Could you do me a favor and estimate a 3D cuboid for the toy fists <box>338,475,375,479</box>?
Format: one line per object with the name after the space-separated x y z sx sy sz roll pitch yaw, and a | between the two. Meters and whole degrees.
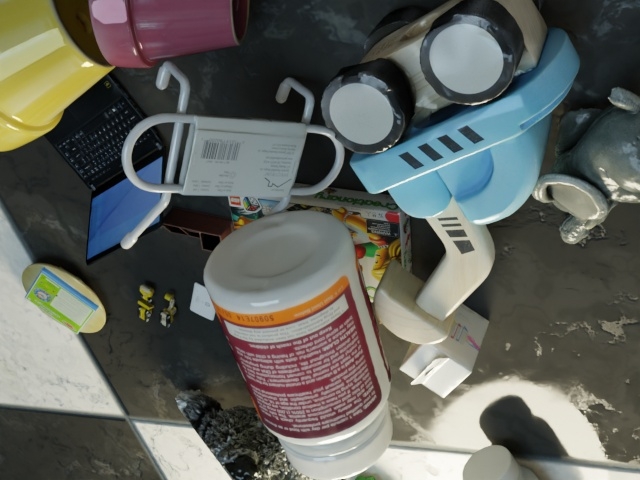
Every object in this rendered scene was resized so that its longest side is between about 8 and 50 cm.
0.053 0.563 1.744 0.279 0.096 0.142 10 139 19 | toy fists

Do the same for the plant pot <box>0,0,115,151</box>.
-0.449 -0.293 1.231 0.239 0.254 0.254 -19 116 21 | plant pot

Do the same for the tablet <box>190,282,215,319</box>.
-0.232 0.122 1.597 0.054 0.006 0.083 25 133 7 | tablet

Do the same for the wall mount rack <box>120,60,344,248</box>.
-0.149 -0.097 1.184 0.130 0.350 0.304 43 125 47 | wall mount rack

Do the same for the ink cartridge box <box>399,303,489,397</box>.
0.203 0.179 1.323 0.090 0.143 0.092 33 134 0 | ink cartridge box

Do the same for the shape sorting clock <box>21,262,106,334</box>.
-0.557 0.125 1.744 0.206 0.040 0.206 13 133 14 | shape sorting clock

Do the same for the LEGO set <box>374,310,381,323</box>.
0.030 0.159 1.454 0.132 0.107 0.287 12 136 -29 | LEGO set

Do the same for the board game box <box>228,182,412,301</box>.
0.000 0.000 1.346 0.305 0.053 0.193 9 128 21 | board game box

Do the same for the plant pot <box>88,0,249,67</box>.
-0.197 -0.336 1.101 0.180 0.201 0.201 3 129 5 | plant pot

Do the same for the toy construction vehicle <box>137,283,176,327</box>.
-0.335 0.133 1.646 0.085 0.035 0.098 26 131 22 | toy construction vehicle

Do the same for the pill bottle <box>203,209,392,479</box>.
-0.017 0.170 1.242 0.224 0.224 0.392 1 126 26 | pill bottle

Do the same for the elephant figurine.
0.353 -0.085 1.038 0.239 0.169 0.186 -16 92 51 | elephant figurine

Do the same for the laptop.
-0.394 -0.124 1.395 0.234 0.137 0.264 -23 113 38 | laptop

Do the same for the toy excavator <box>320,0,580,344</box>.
0.176 -0.076 1.068 0.432 0.222 0.445 -22 113 35 | toy excavator

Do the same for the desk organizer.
-0.222 -0.018 1.450 0.130 0.050 0.047 12 130 19 | desk organizer

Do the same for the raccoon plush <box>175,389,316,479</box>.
-0.094 0.350 1.643 0.446 0.299 0.216 41 160 38 | raccoon plush

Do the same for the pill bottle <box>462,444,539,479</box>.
0.366 0.499 1.502 0.131 0.131 0.229 -21 114 38 | pill bottle
